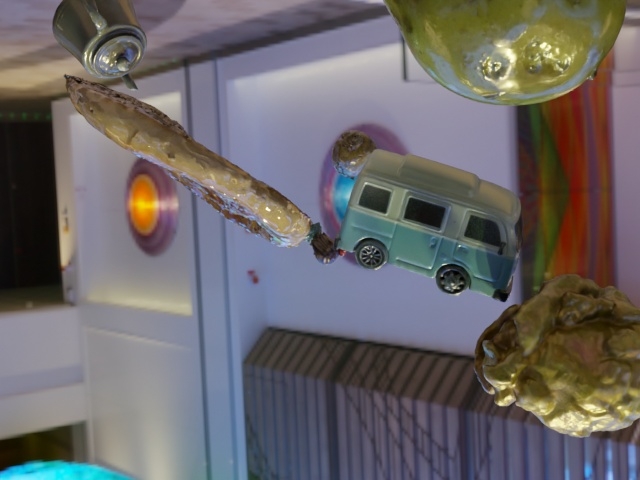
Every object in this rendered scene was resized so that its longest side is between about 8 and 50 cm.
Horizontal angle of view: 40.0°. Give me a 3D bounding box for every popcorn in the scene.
[{"bbox_3d":[0.341,0.152,1.201,0.259,0.212,0.259,28,-173,-4],"label":"popcorn"}]

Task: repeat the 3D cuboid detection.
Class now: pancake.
[{"bbox_3d":[-0.163,-0.095,1.060,0.356,0.065,0.356,37,178,2],"label":"pancake"}]

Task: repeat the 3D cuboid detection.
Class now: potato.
[{"bbox_3d":[0.155,-0.269,0.796,0.216,0.304,0.216,-12,174,-1],"label":"potato"}]

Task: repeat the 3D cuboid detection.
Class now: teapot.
[{"bbox_3d":[-0.395,-0.372,1.623,0.162,0.149,0.239,-29,155,-9],"label":"teapot"}]

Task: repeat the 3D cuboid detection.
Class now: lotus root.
[{"bbox_3d":[0.065,-0.162,1.709,0.088,0.088,0.165,-3,168,-2],"label":"lotus root"}]

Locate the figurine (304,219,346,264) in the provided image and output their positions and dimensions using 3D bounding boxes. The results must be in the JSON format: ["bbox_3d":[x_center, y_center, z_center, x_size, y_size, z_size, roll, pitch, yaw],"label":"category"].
[{"bbox_3d":[0.000,0.000,1.729,0.060,0.106,0.047,-32,158,-20],"label":"figurine"}]

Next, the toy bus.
[{"bbox_3d":[0.174,-0.029,1.311,0.271,0.164,0.133,18,-152,7],"label":"toy bus"}]
